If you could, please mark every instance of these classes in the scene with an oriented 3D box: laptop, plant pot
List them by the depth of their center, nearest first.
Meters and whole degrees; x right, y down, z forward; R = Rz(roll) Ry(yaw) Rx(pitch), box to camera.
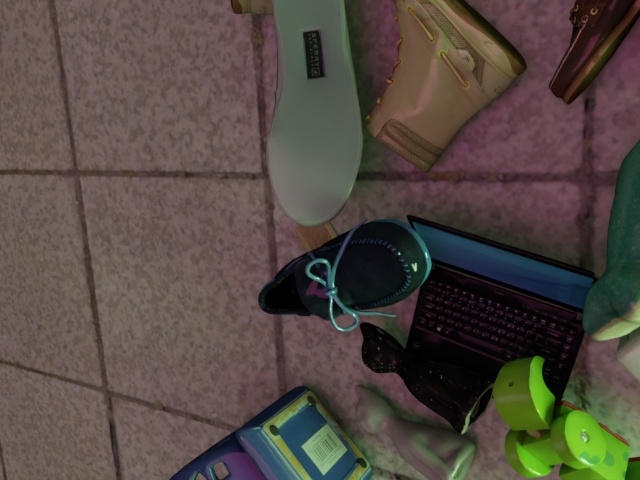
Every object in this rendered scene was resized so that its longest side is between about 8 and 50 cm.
[{"bbox_3d":[0.217,0.111,0.792,0.234,0.136,0.265,20,112,27],"label":"laptop"},{"bbox_3d":[-0.064,0.394,0.987,0.236,0.236,0.212,49,115,12],"label":"plant pot"}]

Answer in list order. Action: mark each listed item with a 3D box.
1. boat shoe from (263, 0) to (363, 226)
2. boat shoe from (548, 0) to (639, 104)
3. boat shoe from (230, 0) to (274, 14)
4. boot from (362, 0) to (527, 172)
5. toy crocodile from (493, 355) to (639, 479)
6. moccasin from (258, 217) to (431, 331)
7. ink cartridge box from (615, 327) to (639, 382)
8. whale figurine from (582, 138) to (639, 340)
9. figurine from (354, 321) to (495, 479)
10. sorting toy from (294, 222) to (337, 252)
[{"bbox_3d":[-0.012,-0.201,0.858,0.135,0.156,0.368,-5,88,5],"label":"boat shoe"},{"bbox_3d":[0.323,-0.258,0.676,0.073,0.073,0.207,39,112,17],"label":"boat shoe"},{"bbox_3d":[-0.084,-0.478,0.867,0.089,0.105,0.285,2,113,-7],"label":"boat shoe"},{"bbox_3d":[0.110,-0.241,0.798,0.262,0.095,0.203,45,122,8],"label":"boot"},{"bbox_3d":[0.353,0.284,0.754,0.340,0.105,0.115,39,144,-1],"label":"toy crocodile"},{"bbox_3d":[0.021,0.070,0.850,0.138,0.116,0.342,61,148,2],"label":"moccasin"},{"bbox_3d":[0.509,0.096,0.611,0.226,0.131,0.306,49,120,13],"label":"ink cartridge box"},{"bbox_3d":[0.348,-0.022,0.609,0.141,0.272,0.216,44,165,17],"label":"whale figurine"},{"bbox_3d":[0.134,0.246,0.901,0.209,0.092,0.215,26,127,32],"label":"figurine"},{"bbox_3d":[0.000,0.000,0.973,0.062,0.012,0.083,-36,79,28],"label":"sorting toy"}]
